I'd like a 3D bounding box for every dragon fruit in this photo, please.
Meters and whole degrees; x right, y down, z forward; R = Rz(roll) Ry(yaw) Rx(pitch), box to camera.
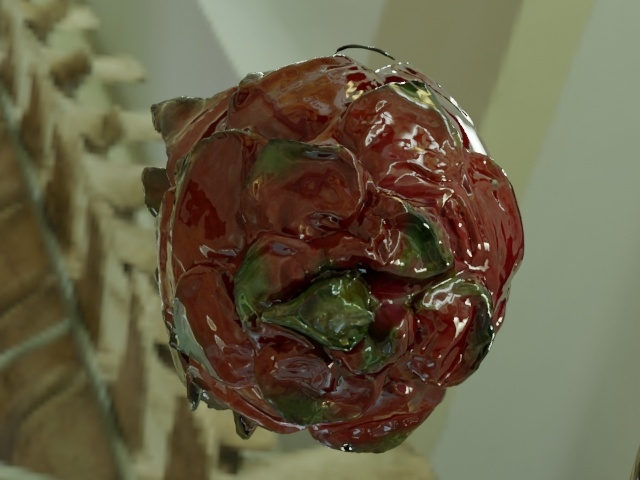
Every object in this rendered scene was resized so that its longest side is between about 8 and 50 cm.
[{"bbox_3d":[0.000,0.000,0.872,0.192,0.193,0.274,67,-6,-18],"label":"dragon fruit"}]

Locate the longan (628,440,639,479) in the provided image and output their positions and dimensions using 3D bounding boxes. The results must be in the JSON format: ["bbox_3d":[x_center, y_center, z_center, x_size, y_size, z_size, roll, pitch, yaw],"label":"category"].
[{"bbox_3d":[0.249,0.112,0.565,0.319,0.319,0.319,-174,-90,-69],"label":"longan"}]
